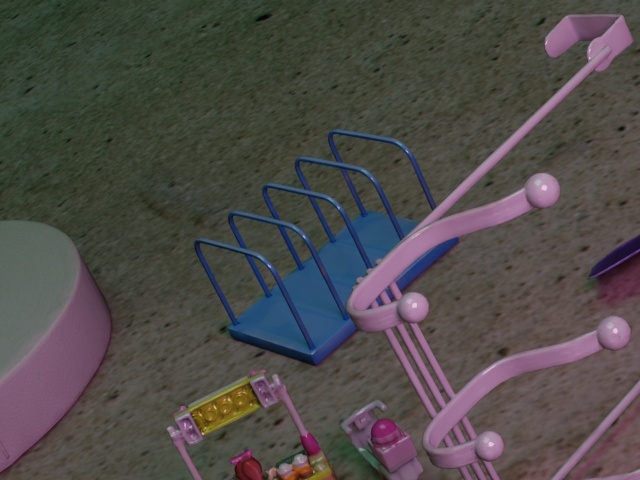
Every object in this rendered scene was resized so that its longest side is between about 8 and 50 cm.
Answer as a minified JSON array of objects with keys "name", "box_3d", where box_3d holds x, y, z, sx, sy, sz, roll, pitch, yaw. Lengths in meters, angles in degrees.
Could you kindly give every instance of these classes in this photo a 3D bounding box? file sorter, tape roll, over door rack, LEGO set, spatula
[{"name":"file sorter","box_3d":[0.000,0.000,1.624,0.170,0.104,0.118,-40,30,-25]},{"name":"tape roll","box_3d":[-0.372,0.121,1.768,0.392,0.072,0.392,-20,27,11]},{"name":"over door rack","box_3d":[0.169,0.031,1.276,0.108,0.239,0.324,-3,36,41]},{"name":"LEGO set","box_3d":[-0.077,0.185,1.353,0.287,0.107,0.132,-36,26,-21]},{"name":"spatula","box_3d":[0.337,-0.028,1.460,0.296,0.030,0.084,-15,6,14]}]
